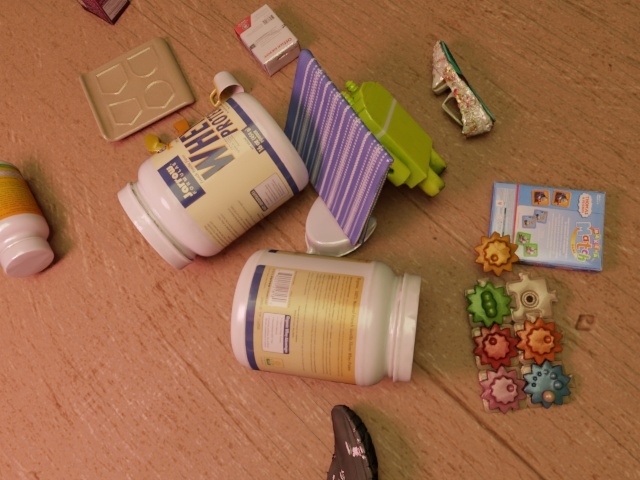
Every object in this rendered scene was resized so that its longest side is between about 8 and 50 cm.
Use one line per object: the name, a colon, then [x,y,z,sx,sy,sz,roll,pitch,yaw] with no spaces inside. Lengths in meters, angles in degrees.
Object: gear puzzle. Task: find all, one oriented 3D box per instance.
gear puzzle: [0.364,0.145,1.069,0.175,0.044,0.339,-8,80,6]

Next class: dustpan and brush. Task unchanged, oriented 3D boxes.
dustpan and brush: [0.000,0.000,1.189,0.211,0.060,0.147,-42,62,-11]

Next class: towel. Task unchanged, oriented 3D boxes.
towel: [0.024,-0.183,1.120,0.040,0.243,0.336,-16,57,-25]

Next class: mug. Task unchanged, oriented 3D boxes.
mug: [-0.224,-0.353,1.320,0.078,0.062,0.064,-27,64,-7]

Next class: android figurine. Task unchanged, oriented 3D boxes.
android figurine: [0.144,-0.208,1.132,0.273,0.248,0.056,41,125,-16]

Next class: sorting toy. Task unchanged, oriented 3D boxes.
sorting toy: [-0.417,-0.319,1.352,0.229,0.041,0.307,-26,72,-4]

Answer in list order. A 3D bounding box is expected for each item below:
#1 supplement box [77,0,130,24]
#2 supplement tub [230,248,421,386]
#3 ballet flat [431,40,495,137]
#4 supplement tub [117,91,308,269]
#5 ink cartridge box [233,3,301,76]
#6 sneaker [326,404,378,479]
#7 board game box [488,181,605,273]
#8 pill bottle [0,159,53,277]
supplement box: [-0.559,-0.628,1.382,0.104,0.188,0.081,32,80,16]
supplement tub: [0.018,0.141,1.047,0.316,0.228,0.228,6,75,11]
ballet flat: [0.285,-0.321,1.224,0.077,0.091,0.241,-33,66,21]
supplement tub: [-0.212,-0.116,1.154,0.324,0.235,0.235,-38,72,-4]
ink cartridge box: [-0.122,-0.467,1.337,0.099,0.056,0.135,-36,71,-2]
sneaker: [0.047,0.443,1.024,0.130,0.109,0.286,-16,70,10]
board game box: [0.444,-0.027,1.132,0.211,0.039,0.160,7,75,12]
pill bottle: [-0.686,-0.045,1.257,0.136,0.136,0.246,-35,72,-2]
